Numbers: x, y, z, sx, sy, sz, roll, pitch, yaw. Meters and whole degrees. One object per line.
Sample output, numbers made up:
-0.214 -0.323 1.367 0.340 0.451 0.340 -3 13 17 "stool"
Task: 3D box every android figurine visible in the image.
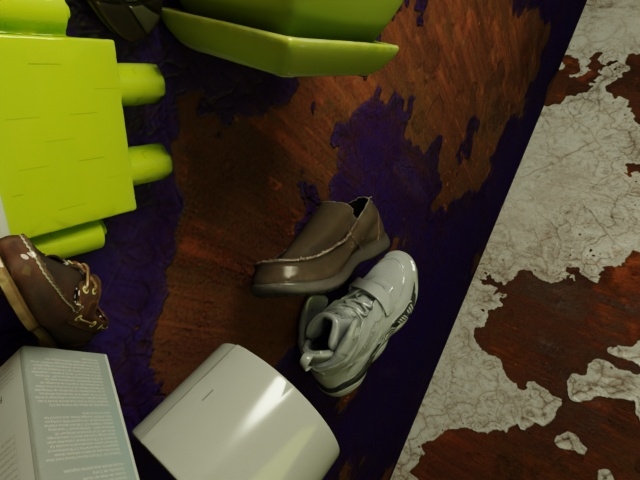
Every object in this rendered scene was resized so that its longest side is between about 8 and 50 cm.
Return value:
-0.261 -0.088 0.369 0.273 0.056 0.248 -27 129 -46 "android figurine"

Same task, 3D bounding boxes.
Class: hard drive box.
-0.249 0.240 0.357 0.181 0.232 0.089 -41 147 10 "hard drive box"

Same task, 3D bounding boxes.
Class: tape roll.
-0.118 0.293 0.608 0.169 0.246 0.246 -43 138 -33 "tape roll"

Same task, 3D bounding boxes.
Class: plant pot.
-0.031 -0.292 0.441 0.228 0.227 0.207 -26 134 -47 "plant pot"

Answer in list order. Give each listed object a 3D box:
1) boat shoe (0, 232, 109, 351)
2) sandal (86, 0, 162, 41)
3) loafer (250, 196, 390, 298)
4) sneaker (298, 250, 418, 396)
-0.244 0.050 0.397 0.073 0.073 0.207 -26 165 -30 "boat shoe"
-0.204 -0.277 0.353 0.090 0.060 0.219 -49 156 -18 "sandal"
0.000 0.000 0.746 0.366 0.134 0.130 -27 106 -57 "loafer"
0.085 0.148 0.908 0.366 0.137 0.210 -55 147 -14 "sneaker"
